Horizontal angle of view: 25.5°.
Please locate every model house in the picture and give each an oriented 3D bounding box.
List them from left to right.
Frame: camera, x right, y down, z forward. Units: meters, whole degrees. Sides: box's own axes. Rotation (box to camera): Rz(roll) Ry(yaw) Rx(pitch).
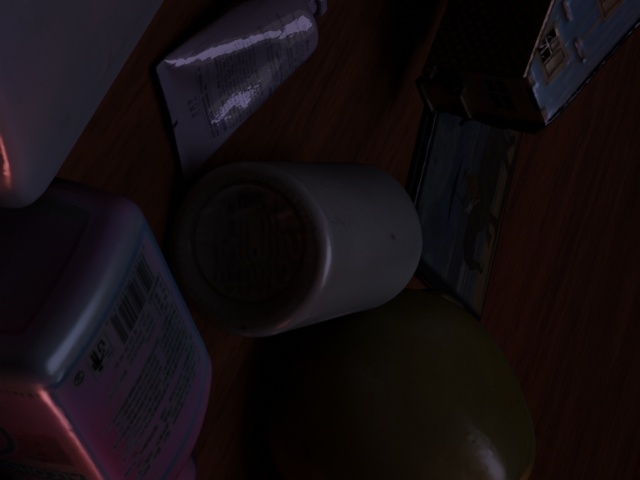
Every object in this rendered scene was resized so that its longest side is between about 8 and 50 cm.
[{"bbox_3d":[0.157,-0.245,1.123,0.271,0.178,0.206,-45,130,-22],"label":"model house"}]

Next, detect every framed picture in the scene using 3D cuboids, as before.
[{"bbox_3d":[0.147,-0.069,1.410,0.347,0.016,0.265,41,62,-66],"label":"framed picture"}]

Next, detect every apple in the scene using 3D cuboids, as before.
[{"bbox_3d":[0.056,0.134,1.010,0.200,0.200,0.200,10,90,-70],"label":"apple"}]

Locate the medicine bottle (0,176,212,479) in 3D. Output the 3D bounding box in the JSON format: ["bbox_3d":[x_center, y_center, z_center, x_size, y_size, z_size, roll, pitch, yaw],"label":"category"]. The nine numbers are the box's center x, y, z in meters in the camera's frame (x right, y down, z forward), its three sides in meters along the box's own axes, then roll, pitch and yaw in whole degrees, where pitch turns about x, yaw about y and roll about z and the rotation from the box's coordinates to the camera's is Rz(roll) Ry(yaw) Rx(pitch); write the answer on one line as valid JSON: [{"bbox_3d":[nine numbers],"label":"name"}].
[{"bbox_3d":[-0.115,0.059,0.600,0.188,0.119,0.094,73,35,-51],"label":"medicine bottle"}]

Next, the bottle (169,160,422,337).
[{"bbox_3d":[0.000,0.000,0.910,0.245,0.104,0.104,-5,104,-69],"label":"bottle"}]

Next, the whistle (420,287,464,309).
[{"bbox_3d":[0.060,0.173,1.168,0.068,0.057,0.326,98,9,-47],"label":"whistle"}]

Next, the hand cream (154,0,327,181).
[{"bbox_3d":[-0.047,-0.108,0.831,0.142,0.053,0.084,-47,144,-32],"label":"hand cream"}]

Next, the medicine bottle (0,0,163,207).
[{"bbox_3d":[-0.125,-0.111,0.514,0.161,0.111,0.296,74,30,-48],"label":"medicine bottle"}]
